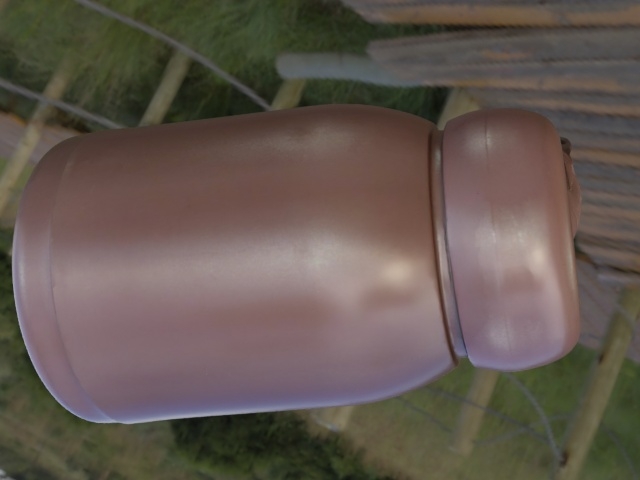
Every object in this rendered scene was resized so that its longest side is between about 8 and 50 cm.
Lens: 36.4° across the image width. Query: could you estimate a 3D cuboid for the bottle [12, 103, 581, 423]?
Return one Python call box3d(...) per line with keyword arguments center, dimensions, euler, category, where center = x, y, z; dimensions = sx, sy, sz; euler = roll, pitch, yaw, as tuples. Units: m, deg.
box3d(center=(0.000, 0.000, 0.561), dimensions=(0.296, 0.206, 0.173), euler=(-7, 113, 14), category="bottle")
